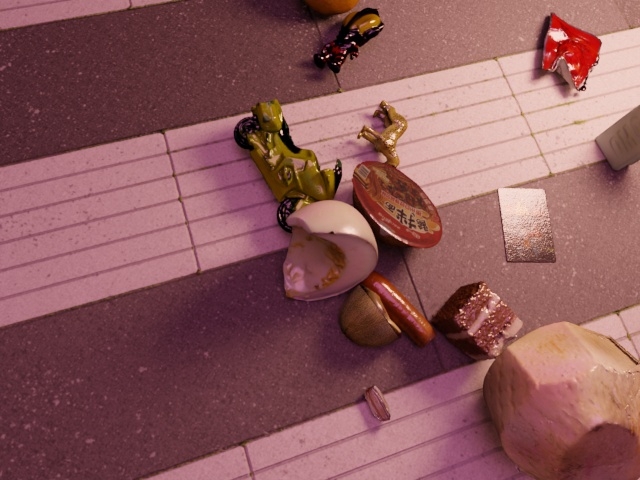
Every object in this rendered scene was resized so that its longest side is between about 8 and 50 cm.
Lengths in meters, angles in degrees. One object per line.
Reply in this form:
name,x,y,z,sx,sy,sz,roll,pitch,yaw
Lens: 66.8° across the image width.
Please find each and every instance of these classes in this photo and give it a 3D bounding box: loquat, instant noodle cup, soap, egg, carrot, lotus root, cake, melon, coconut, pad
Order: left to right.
egg,0.017,0.003,1.120,0.206,0.271,0.162,-3,53,-11
loquat,0.030,-0.748,1.362,0.207,0.208,0.208,2,73,-6
melon,0.108,0.196,1.128,0.128,0.079,0.160,-37,94,10
lotus root,0.132,0.376,1.115,0.037,0.030,0.083,-34,74,17
instant noodle cup,0.167,-0.069,1.198,0.273,0.091,0.274,22,44,-23
carrot,0.182,0.159,1.170,0.225,0.067,0.067,44,73,6
cake,0.370,0.195,1.151,0.147,0.134,0.135,45,73,-2
pad,0.556,-0.044,1.308,0.142,0.003,0.212,1,72,-7
coconut,0.530,0.345,1.038,0.352,0.353,0.353,2,73,-6
soap,0.857,-0.286,1.316,0.066,0.198,0.119,-18,76,-11

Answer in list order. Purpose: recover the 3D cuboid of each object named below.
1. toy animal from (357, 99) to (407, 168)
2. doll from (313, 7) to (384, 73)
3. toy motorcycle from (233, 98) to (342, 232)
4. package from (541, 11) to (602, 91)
toy animal,0.189,-0.295,1.318,0.136,0.073,0.181,35,60,-4
doll,0.090,-0.579,1.379,0.127,0.088,0.249,43,77,7
toy motorcycle,-0.071,-0.199,1.213,0.205,0.142,0.343,-27,79,-15
package,0.755,-0.572,1.464,0.194,0.071,0.270,34,68,-11
